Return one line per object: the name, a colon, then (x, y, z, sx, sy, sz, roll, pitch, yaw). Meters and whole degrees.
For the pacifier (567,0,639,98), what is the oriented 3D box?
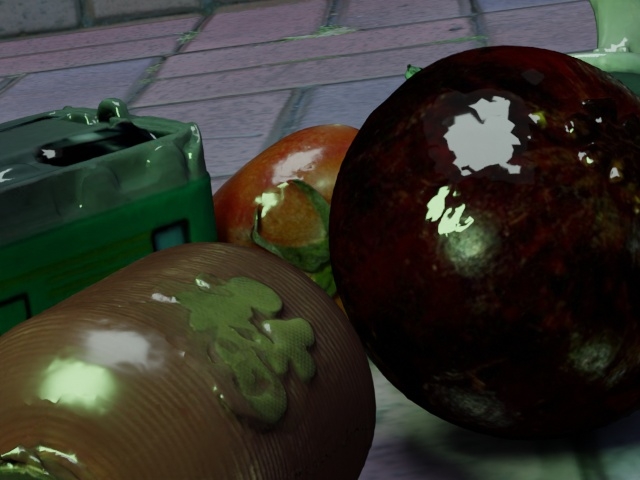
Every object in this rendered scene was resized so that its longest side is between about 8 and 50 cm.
pacifier: (0.228, -0.135, 1.302, 0.343, 0.269, 0.288, 8, -18, -26)

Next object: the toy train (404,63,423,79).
toy train: (0.128, -0.082, 1.488, 0.132, 0.083, 0.200, 27, 16, -23)

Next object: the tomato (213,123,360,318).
tomato: (0.000, 0.000, 1.143, 0.167, 0.167, 0.167, -8, 15, 2)

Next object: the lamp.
lamp: (-0.068, 0.099, 0.807, 0.180, 0.180, 0.258, 0, 15, 27)

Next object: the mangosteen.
mangosteen: (0.098, 0.018, 0.978, 0.235, 0.235, 0.261, -22, -19, -42)

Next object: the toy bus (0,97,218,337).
toy bus: (-0.234, 0.041, 1.031, 0.343, 0.199, 0.183, -20, 22, -38)
